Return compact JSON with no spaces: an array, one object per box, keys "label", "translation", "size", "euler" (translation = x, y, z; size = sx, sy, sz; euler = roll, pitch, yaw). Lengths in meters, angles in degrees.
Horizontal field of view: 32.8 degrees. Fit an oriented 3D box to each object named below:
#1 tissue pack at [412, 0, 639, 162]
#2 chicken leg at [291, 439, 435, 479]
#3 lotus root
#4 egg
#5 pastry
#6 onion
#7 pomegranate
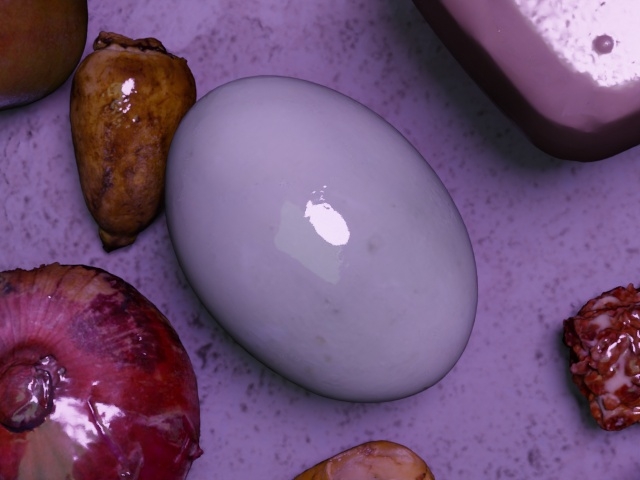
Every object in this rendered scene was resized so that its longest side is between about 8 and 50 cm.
[{"label":"tissue pack","translation":[0.250,-0.239,0.735],"size":[0.387,0.277,0.267],"euler":[-39,82,10]},{"label":"chicken leg","translation":[0.005,0.238,0.921],"size":[0.208,0.085,0.101],"euler":[-22,103,18]},{"label":"lotus root","translation":[-0.157,-0.075,0.907],"size":[0.094,0.108,0.190],"euler":[21,112,47]},{"label":"egg","translation":[0.000,0.000,0.834],"size":[0.203,0.203,0.282],"euler":[-39,94,9]},{"label":"pastry","translation":[0.298,0.082,0.857],"size":[0.209,0.097,0.115],"euler":[-9,104,7]},{"label":"onion","translation":[-0.218,0.137,0.885],"size":[0.246,0.190,0.246],"euler":[-2,77,6]},{"label":"pomegranate","translation":[-0.290,-0.175,0.888],"size":[0.180,0.180,0.210],"euler":[52,132,1]}]
